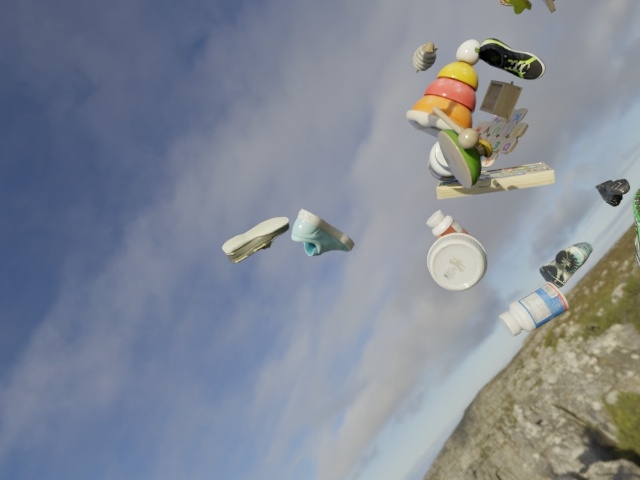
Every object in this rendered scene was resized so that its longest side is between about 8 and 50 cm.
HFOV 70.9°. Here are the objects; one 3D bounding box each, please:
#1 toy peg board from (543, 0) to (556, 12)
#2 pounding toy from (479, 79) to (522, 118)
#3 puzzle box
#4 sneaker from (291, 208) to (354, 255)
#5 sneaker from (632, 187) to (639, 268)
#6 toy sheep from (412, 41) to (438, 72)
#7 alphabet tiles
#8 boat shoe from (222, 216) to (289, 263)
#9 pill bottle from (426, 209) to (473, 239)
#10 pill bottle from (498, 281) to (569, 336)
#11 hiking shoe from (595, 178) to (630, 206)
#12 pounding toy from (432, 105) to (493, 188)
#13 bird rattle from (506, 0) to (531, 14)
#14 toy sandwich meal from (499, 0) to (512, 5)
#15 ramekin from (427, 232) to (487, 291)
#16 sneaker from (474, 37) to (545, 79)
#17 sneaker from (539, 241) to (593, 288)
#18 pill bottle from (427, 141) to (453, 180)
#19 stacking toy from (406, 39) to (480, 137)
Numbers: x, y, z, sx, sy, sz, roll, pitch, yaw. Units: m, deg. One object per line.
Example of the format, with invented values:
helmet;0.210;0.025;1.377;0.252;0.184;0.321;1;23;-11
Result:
toy peg board;0.656;-0.782;1.299;0.079;0.161;0.161;-28;-39;28
pounding toy;0.656;-0.515;1.617;0.141;0.100;0.130;-104;29;-66
puzzle box;0.669;-0.235;1.751;0.272;0.408;0.052;-40;-58;-67
sneaker;0.000;0.000;1.827;0.366;0.135;0.150;30;-90;-48
sneaker;0.985;-0.004;1.338;0.146;0.134;0.344;76;-158;-66
toy sheep;0.381;-0.667;1.647;0.091;0.091;0.132;-36;-17;-26
alphabet tiles;0.712;-0.426;1.845;0.021;0.284;0.278;32;-87;-25
boat shoe;-0.264;-0.003;1.925;0.304;0.109;0.091;-27;-60;-6
pill bottle;0.613;-0.038;2.143;0.121;0.216;0.121;-47;5;5
pill bottle;0.778;0.258;1.655;0.221;0.124;0.124;-32;-26;4
hiking shoe;1.315;-0.208;1.996;0.086;0.114;0.227;-27;3;14
pounding toy;0.413;-0.264;1.245;0.110;0.183;0.237;-29;-38;5
bird rattle;0.746;-0.928;1.544;0.206;0.143;0.253;-6;-18;2
toy sandwich meal;0.748;-0.948;1.771;0.085;0.085;0.029;-34;-38;-30
ramekin;0.477;0.081;1.572;0.207;0.207;0.109;-58;-10;17
sneaker;0.619;-0.584;1.488;0.097;0.234;0.084;-50;-17;-35
sneaker;0.971;0.097;1.764;0.122;0.110;0.283;-28;-21;-12
pill bottle;0.442;-0.283;1.555;0.131;0.131;0.229;-53;-9;6
stacking toy;0.671;-0.748;2.226;0.350;0.350;0.480;9;-73;-60
